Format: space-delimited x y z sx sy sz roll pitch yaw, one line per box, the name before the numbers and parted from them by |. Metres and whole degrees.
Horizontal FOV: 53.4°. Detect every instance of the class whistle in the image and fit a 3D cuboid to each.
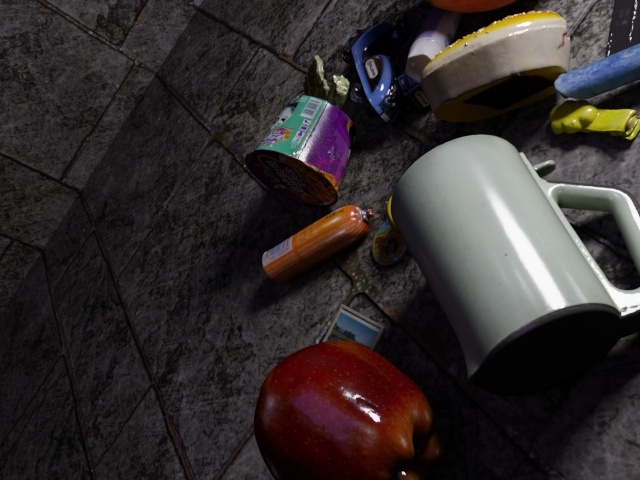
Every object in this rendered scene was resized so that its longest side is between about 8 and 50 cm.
whistle | 0.556 -0.307 1.077 0.304 0.062 0.062 -18 54 34

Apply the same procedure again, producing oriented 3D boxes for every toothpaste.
toothpaste | 0.274 -0.495 1.467 0.125 0.080 0.371 -21 34 41

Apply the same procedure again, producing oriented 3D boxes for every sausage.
sausage | 0.000 0.000 1.507 0.312 0.093 0.092 -31 47 32

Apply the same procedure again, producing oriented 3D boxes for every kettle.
kettle | 0.341 0.020 1.034 0.361 0.250 0.376 -21 49 3

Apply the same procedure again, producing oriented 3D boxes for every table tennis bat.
table tennis bat | 0.155 -0.015 1.401 0.100 0.019 0.154 -20 55 41

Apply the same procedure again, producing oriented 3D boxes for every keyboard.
keyboard | 0.579 -0.417 1.178 0.087 0.017 0.250 -1 67 47

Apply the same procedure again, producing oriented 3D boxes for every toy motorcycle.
toy motorcycle | 0.167 -0.435 1.576 0.213 0.125 0.358 -30 49 21

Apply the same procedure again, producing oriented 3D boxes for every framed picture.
framed picture | 0.068 0.208 1.364 0.149 0.011 0.109 22 84 52

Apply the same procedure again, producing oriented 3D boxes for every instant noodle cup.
instant noodle cup | -0.034 -0.226 1.578 0.251 0.251 0.190 2 60 49

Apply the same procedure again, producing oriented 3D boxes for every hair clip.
hair clip | 0.480 -0.214 1.139 0.072 0.046 0.173 -57 36 -1

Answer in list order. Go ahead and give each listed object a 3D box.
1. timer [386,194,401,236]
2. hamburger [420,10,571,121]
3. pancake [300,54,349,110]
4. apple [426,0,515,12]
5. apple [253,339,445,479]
timer | 0.191 -0.062 1.316 0.107 0.109 0.107 -1 70 2
hamburger | 0.336 -0.340 1.242 0.295 0.227 0.151 -12 82 40
pancake | 0.004 -0.394 1.702 0.376 0.055 0.197 -141 45 -67
apple | 0.328 -0.667 1.336 0.364 0.364 0.363 -27 49 36
apple | 0.042 0.330 1.102 0.317 0.288 0.288 19 82 38
